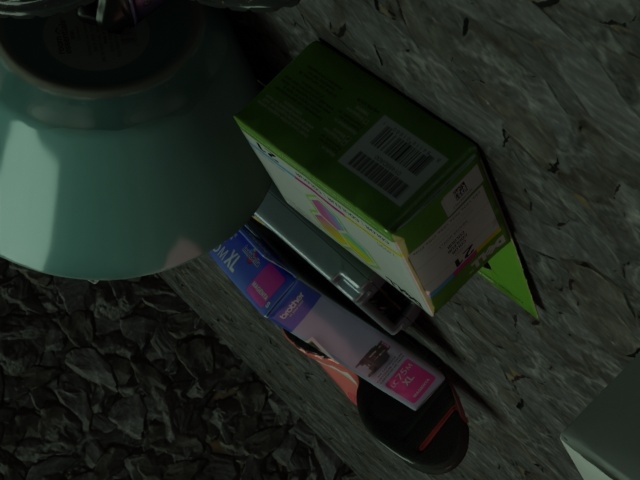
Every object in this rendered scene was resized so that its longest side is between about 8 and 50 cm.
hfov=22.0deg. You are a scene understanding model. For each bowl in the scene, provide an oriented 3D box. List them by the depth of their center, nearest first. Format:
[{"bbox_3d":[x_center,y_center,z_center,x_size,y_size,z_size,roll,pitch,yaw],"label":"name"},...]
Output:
[{"bbox_3d":[-0.189,-0.136,1.435,0.311,0.311,0.163,40,148,26],"label":"bowl"}]

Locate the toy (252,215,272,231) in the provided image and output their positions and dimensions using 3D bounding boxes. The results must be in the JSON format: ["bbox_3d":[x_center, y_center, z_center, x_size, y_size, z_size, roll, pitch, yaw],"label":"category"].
[{"bbox_3d":[-0.104,-0.037,2.013,0.137,0.056,0.237,44,170,16],"label":"toy"}]

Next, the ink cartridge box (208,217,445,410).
[{"bbox_3d":[-0.016,0.060,1.774,0.311,0.065,0.186,38,-175,-41],"label":"ink cartridge box"}]

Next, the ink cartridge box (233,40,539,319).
[{"bbox_3d":[0.062,-0.016,1.332,0.189,0.097,0.255,38,166,36],"label":"ink cartridge box"}]

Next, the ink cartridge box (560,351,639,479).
[{"bbox_3d":[0.279,0.151,0.915,0.168,0.171,0.232,35,166,45],"label":"ink cartridge box"}]

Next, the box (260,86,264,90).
[{"bbox_3d":[-0.057,-0.115,1.605,0.162,0.029,0.116,40,168,34],"label":"box"}]

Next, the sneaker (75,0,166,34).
[{"bbox_3d":[-0.206,-0.281,1.279,0.283,0.124,0.107,52,167,-32],"label":"sneaker"}]

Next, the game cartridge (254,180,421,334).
[{"bbox_3d":[0.000,0.000,1.634,0.198,0.062,0.297,45,180,14],"label":"game cartridge"}]

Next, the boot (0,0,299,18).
[{"bbox_3d":[-0.163,-0.256,1.045,0.338,0.118,0.222,0,146,24],"label":"boot"}]

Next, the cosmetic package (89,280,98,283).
[{"bbox_3d":[-0.345,-0.100,2.195,0.160,0.113,0.309,34,-161,-34],"label":"cosmetic package"}]

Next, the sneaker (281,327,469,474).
[{"bbox_3d":[0.087,0.166,1.978,0.314,0.116,0.136,46,-178,37],"label":"sneaker"}]
